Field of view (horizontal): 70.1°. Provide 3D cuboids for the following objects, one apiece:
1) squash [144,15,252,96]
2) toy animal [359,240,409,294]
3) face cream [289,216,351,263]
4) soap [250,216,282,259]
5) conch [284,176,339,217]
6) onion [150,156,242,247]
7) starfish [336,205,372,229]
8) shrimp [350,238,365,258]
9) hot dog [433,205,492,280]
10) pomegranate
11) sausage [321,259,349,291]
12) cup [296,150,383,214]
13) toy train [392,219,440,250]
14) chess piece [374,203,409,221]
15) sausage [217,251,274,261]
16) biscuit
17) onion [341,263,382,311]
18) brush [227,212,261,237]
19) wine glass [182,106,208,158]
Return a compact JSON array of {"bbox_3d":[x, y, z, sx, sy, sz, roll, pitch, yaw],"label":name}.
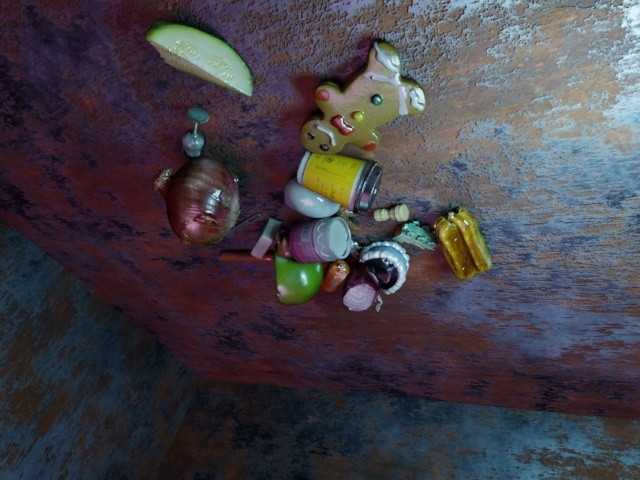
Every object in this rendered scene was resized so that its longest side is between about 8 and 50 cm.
[{"bbox_3d":[-0.342,-0.559,1.367,0.289,0.111,0.203,21,177,3],"label":"squash"},{"bbox_3d":[0.277,0.095,1.864,0.156,0.204,0.208,-30,97,27],"label":"toy animal"},{"bbox_3d":[0.000,0.000,1.803,0.195,0.175,0.175,-7,136,34],"label":"face cream"},{"bbox_3d":[-0.243,-0.011,2.012,0.064,0.121,0.183,27,143,-9],"label":"soap"},{"bbox_3d":[-0.039,-0.152,1.739,0.221,0.121,0.185,25,169,10],"label":"conch"},{"bbox_3d":[-0.445,-0.145,1.745,0.354,0.353,0.353,12,143,9],"label":"onion"},{"bbox_3d":[0.082,-0.124,1.783,0.238,0.057,0.213,3,133,19],"label":"starfish"},{"bbox_3d":[0.063,0.021,1.962,0.289,0.075,0.178,28,148,-12],"label":"shrimp"},{"bbox_3d":[0.530,0.013,1.707,0.158,0.117,0.349,-24,130,18],"label":"hot dog"},{"bbox_3d":[-0.095,0.108,1.982,0.216,0.309,0.358,0,123,-3],"label":"pomegranate"},{"bbox_3d":[0.068,0.153,2.038,0.093,0.093,0.312,21,160,-2],"label":"sausage"},{"bbox_3d":[0.069,-0.212,1.582,0.280,0.196,0.196,20,144,12],"label":"cup"},{"bbox_3d":[0.383,-0.014,1.782,0.176,0.074,0.118,24,153,-14],"label":"toy train"},{"bbox_3d":[0.267,-0.100,1.729,0.122,0.066,0.066,-6,137,37],"label":"chess piece"},{"bbox_3d":[-0.364,0.079,2.236,0.348,0.053,0.053,0,139,24],"label":"sausage"},{"bbox_3d":[0.103,-0.383,1.400,0.432,0.064,0.283,-26,125,35],"label":"biscuit"},{"bbox_3d":[0.185,0.200,2.042,0.201,0.200,0.207,6,137,17],"label":"onion"},{"bbox_3d":[-0.353,-0.073,2.070,0.266,0.027,0.062,-25,126,38],"label":"brush"},{"bbox_3d":[-0.462,-0.389,1.669,0.079,0.079,0.195,24,142,-7],"label":"wine glass"}]
